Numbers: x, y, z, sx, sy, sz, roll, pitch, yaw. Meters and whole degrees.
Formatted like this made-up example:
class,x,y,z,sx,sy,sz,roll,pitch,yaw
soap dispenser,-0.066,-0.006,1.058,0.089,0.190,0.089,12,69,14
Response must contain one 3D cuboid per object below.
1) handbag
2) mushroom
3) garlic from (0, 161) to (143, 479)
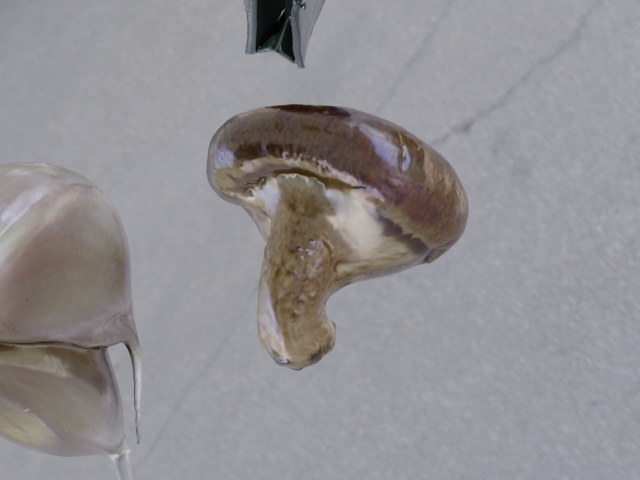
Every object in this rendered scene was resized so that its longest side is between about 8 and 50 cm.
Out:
class,x,y,z,sx,sy,sz,roll,pitch,yaw
handbag,-0.009,-0.337,1.620,0.260,0.079,0.248,100,-170,-78
mushroom,0.022,-0.030,1.514,0.267,0.267,0.255,-31,57,25
garlic,-0.245,0.073,1.360,0.231,0.340,0.246,-43,37,3
